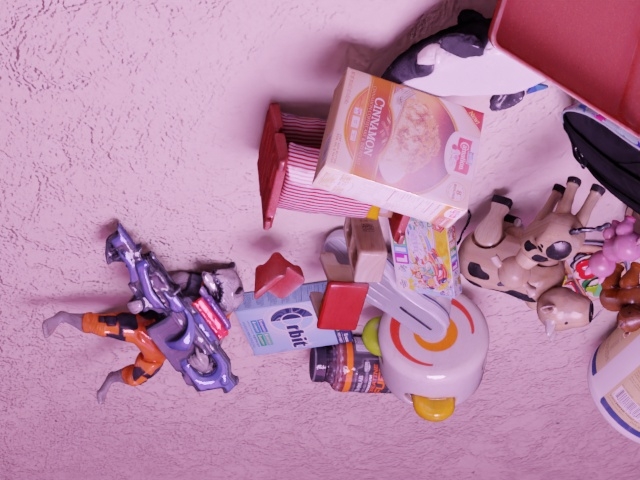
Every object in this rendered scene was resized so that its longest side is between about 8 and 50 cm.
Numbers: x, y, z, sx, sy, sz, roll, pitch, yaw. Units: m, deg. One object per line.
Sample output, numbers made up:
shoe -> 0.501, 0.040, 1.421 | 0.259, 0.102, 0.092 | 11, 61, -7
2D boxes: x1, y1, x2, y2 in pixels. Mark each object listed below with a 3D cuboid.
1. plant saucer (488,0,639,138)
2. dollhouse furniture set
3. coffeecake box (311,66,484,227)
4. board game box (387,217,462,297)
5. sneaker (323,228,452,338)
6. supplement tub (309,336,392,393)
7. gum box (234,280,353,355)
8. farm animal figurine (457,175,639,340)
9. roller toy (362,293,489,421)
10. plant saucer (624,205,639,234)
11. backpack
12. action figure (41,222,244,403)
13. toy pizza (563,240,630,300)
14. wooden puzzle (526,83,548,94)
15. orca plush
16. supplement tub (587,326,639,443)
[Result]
plant saucer -> 0.299, -0.278, 1.101 | 0.259, 0.259, 0.048 | 23, 170, -32
dollhouse furniture set -> 0.000, 0.000, 1.420 | 0.201, 0.152, 0.374 | 4, 130, -12
coffeecake box -> 0.098, -0.114, 1.236 | 0.186, 0.142, 0.068 | 17, 157, -10
board game box -> 0.158, 0.008, 1.512 | 0.104, 0.026, 0.154 | 6, 116, 36
sneaker -> 0.112, 0.059, 1.631 | 0.258, 0.091, 0.094 | 41, 132, -18
supplement tub -> 0.081, 0.232, 1.841 | 0.198, 0.106, 0.106 | 3, 143, -10
gum box -> -0.045, 0.139, 1.756 | 0.185, 0.041, 0.157 | -8, 143, 7
farm animal figurine -> 0.328, 0.044, 1.456 | 0.327, 0.172, 0.330 | 16, 162, 45
roller toy -> 0.197, 0.192, 1.723 | 0.191, 0.209, 0.146 | -34, 150, -18
plant saucer -> 0.612, -0.068, 1.548 | 0.278, 0.041, 0.277 | -3, 143, -3
backpack -> 0.447, -0.123, 1.291 | 0.191, 0.253, 0.225 | -49, 140, -5
action figure -> -0.284, 0.106, 1.641 | 0.330, 0.178, 0.341 | -20, 114, 9
toy pizza -> 0.438, 0.070, 1.721 | 0.201, 0.032, 0.201 | -3, 143, -2
wooden puzzle -> 0.250, -0.228, 1.317 | 0.079, 0.014, 0.116 | -20, 141, 27
orca plush -> 0.180, -0.232, 1.236 | 0.151, 0.102, 0.287 | 26, 154, -28
supplement tub -> 0.647, 0.204, 1.761 | 0.228, 0.228, 0.316 | 9, 142, -17
